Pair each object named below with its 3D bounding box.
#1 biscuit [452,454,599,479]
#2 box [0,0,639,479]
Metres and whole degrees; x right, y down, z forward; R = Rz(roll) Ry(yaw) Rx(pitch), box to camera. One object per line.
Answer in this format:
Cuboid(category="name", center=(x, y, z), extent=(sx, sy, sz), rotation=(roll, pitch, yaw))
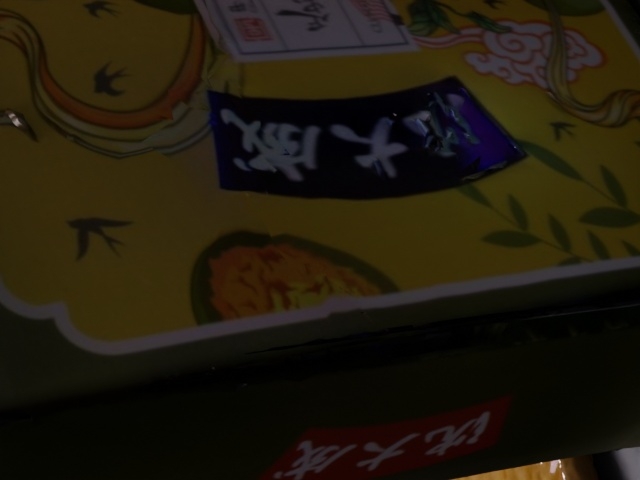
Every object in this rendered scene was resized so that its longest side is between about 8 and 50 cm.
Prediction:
Cuboid(category="biscuit", center=(0.076, 0.169, 0.879), extent=(0.262, 0.037, 0.262), rotation=(16, 109, 58))
Cuboid(category="box", center=(-0.048, -0.088, 0.714), extent=(0.138, 0.373, 0.420), rotation=(-58, 47, 45))
